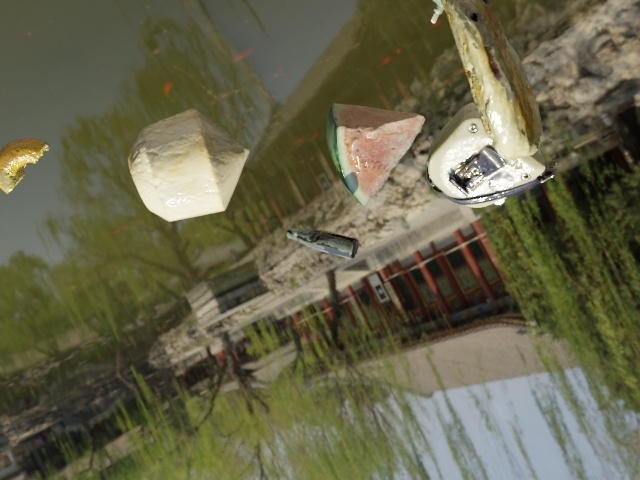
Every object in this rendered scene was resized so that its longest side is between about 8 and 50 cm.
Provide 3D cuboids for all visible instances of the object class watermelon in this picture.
[{"bbox_3d":[0.130,-0.312,1.784,0.292,0.250,0.283,-37,139,-9],"label":"watermelon"}]

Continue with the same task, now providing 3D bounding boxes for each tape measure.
[{"bbox_3d":[0.400,-0.173,1.479,0.231,0.271,0.133,-51,-165,36],"label":"tape measure"}]

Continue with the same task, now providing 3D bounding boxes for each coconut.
[{"bbox_3d":[-0.350,-0.206,1.665,0.328,0.329,0.329,-27,176,-2],"label":"coconut"}]

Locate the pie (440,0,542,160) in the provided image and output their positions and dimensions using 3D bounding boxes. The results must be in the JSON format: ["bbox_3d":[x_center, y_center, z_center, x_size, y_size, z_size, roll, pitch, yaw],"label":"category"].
[{"bbox_3d":[0.286,-0.286,1.004,0.077,0.339,0.339,-23,178,26],"label":"pie"}]

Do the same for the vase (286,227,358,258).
[{"bbox_3d":[0.000,0.000,1.689,0.211,0.060,0.060,14,-168,20],"label":"vase"}]

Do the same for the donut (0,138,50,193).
[{"bbox_3d":[-0.421,-0.105,0.846,0.083,0.067,0.038,-12,-158,-2],"label":"donut"}]

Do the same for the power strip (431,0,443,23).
[{"bbox_3d":[0.276,-0.581,1.247,0.167,0.254,0.054,-6,-150,-22],"label":"power strip"}]
